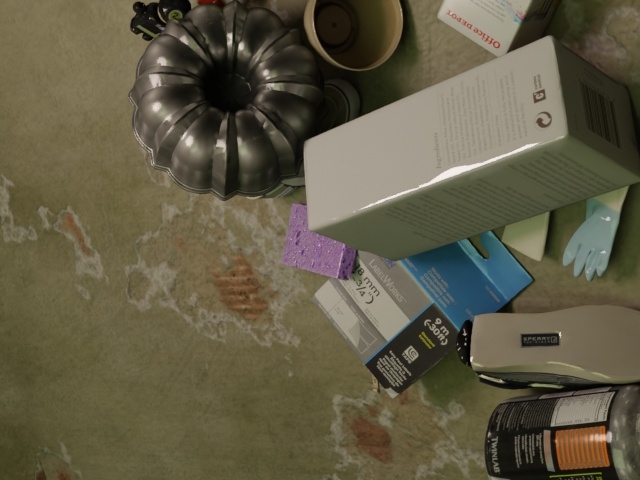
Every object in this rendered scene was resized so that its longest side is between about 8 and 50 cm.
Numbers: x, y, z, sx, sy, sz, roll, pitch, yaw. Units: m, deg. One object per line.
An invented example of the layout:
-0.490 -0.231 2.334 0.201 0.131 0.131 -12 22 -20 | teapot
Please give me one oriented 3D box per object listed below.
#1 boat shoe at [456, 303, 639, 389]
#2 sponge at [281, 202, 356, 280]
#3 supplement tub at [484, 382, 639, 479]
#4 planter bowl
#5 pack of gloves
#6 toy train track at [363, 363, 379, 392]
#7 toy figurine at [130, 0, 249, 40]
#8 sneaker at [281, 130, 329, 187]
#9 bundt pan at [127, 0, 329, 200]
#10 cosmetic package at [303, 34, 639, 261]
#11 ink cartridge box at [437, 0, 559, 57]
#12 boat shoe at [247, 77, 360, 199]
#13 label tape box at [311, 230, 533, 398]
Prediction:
0.399 0.181 1.898 0.340 0.158 0.127 3 71 15 | boat shoe
0.000 0.000 2.091 0.210 0.031 0.117 12 92 60 | sponge
0.437 0.331 1.868 0.316 0.193 0.193 -13 101 41 | supplement tub
0.038 -0.354 1.911 0.109 0.162 0.162 7 117 65 | planter bowl
0.395 -0.064 1.837 0.195 0.046 0.232 32 124 37 | pack of gloves
0.099 0.252 2.219 0.048 0.014 0.083 5 113 37 | toy train track
-0.245 -0.465 2.030 0.148 0.213 0.209 -12 99 56 | toy figurine
-0.011 -0.145 1.992 0.108 0.271 0.100 -68 29 25 | sneaker
-0.144 -0.236 1.870 0.331 0.331 0.124 53 168 6 | bundt pan
0.217 -0.120 1.760 0.453 0.230 0.161 -20 64 36 | cosmetic package
0.279 -0.379 1.713 0.128 0.127 0.176 38 128 18 | ink cartridge box
-0.036 -0.165 2.080 0.109 0.094 0.302 48 131 10 | boat shoe
0.165 0.085 2.029 0.240 0.106 0.334 50 132 9 | label tape box
